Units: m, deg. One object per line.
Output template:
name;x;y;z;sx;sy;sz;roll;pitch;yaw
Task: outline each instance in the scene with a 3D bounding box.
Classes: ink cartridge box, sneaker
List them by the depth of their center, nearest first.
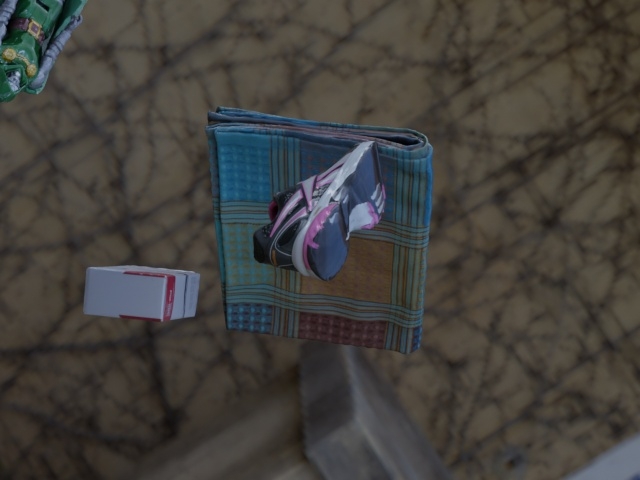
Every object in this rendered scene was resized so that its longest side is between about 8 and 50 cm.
sneaker;-0.003;-0.033;1.261;0.178;0.077;0.072;-48;137;-55
ink cartridge box;-0.208;0.062;1.767;0.135;0.099;0.056;1;94;-78

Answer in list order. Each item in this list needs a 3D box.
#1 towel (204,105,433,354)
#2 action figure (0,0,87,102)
towel;0.000;0.000;1.865;0.040;0.271;0.370;-75;169;-45
action figure;-0.299;-0.234;1.567;0.137;0.063;0.232;33;51;-31
